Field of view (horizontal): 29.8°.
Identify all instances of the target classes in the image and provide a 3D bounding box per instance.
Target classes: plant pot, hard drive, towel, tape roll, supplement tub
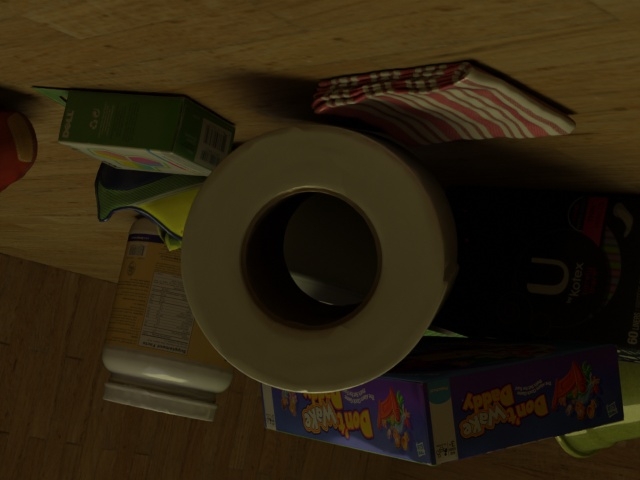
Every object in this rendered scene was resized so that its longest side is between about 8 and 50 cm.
[{"bbox_3d":[0.532,0.213,1.971,0.253,0.276,0.276,-11,160,37],"label":"plant pot"},{"bbox_3d":[0.021,0.002,1.444,0.307,0.203,0.040,18,125,-35],"label":"hard drive"},{"bbox_3d":[0.104,-0.111,1.045,0.144,0.029,0.197,17,170,-39],"label":"towel"},{"bbox_3d":[0.006,0.012,1.153,0.246,0.246,0.169,10,-175,9],"label":"tape roll"},{"bbox_3d":[-0.257,0.143,2.163,0.241,0.332,0.241,11,172,2],"label":"supplement tub"}]

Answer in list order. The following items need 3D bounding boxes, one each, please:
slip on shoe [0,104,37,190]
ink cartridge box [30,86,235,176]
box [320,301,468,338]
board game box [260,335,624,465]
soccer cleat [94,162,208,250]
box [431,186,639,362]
[{"bbox_3d":[-0.408,-0.109,1.483,0.101,0.123,0.331,-20,-173,-18],"label":"slip on shoe"},{"bbox_3d":[-0.210,-0.117,1.307,0.209,0.062,0.109,7,171,28],"label":"ink cartridge box"},{"bbox_3d":[0.115,0.082,1.909,0.322,0.059,0.232,25,155,-20],"label":"box"},{"bbox_3d":[0.114,0.159,1.279,0.233,0.078,0.347,-7,-179,-28],"label":"board game box"},{"bbox_3d":[-0.155,-0.037,1.558,0.289,0.121,0.093,15,170,-25],"label":"soccer cleat"},{"bbox_3d":[0.274,0.040,1.354,0.270,0.165,0.143,4,170,37],"label":"box"}]
